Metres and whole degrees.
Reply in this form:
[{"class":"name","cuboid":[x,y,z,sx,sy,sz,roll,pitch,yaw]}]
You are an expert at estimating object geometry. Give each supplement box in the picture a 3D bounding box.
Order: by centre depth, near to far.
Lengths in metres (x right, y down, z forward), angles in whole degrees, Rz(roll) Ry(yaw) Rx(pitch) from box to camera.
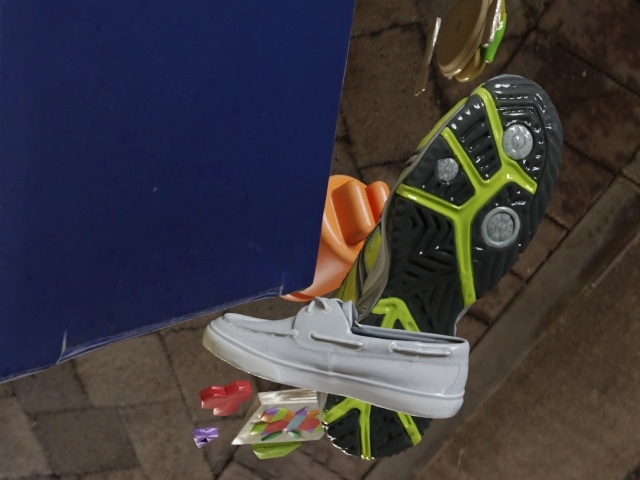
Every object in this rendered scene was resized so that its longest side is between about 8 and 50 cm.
[{"class":"supplement box","cuboid":[-0.184,-0.100,0.479,0.356,0.194,0.195,21,112,35]}]

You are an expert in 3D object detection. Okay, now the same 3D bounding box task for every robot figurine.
[{"class":"robot figurine","cuboid":[-0.002,-0.001,1.204,0.128,0.158,0.219,47,134,-11]}]

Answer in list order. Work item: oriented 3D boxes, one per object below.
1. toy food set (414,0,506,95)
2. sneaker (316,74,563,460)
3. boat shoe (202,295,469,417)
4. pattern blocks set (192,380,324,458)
[{"class":"toy food set","cuboid":[0.186,-0.253,1.193,0.038,0.132,0.192,20,164,-17]},{"class":"sneaker","cuboid":[0.090,0.012,0.925,0.145,0.147,0.384,27,97,-20]},{"class":"boat shoe","cuboid":[0.012,0.071,0.665,0.184,0.066,0.063,14,98,11]},{"class":"pattern blocks set","cuboid":[-0.045,0.285,1.563,0.325,0.026,0.285,-7,145,-17]}]
